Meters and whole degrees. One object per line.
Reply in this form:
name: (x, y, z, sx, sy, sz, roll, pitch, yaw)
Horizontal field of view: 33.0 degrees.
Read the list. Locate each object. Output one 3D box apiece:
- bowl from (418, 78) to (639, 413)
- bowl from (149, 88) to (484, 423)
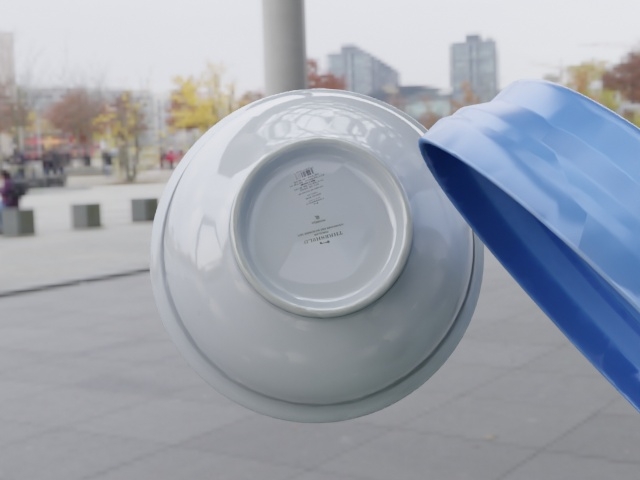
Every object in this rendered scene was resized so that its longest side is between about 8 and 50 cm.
bowl: (0.220, 0.055, 0.673, 0.077, 0.391, 0.391, -43, 6, 1)
bowl: (0.000, 0.000, 0.891, 0.297, 0.298, 0.134, -2, -9, -3)
